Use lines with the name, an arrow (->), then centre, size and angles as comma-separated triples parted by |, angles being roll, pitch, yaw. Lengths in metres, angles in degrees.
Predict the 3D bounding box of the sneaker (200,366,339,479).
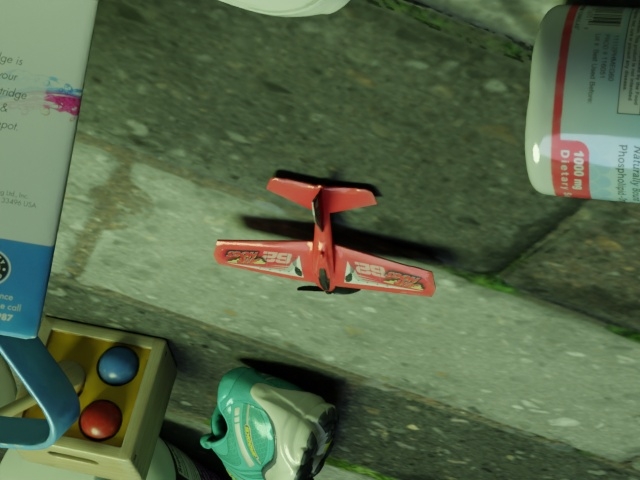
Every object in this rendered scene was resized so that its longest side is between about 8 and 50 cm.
sneaker -> -0.051, 0.186, 1.236 | 0.110, 0.107, 0.275 | 31, 152, 10

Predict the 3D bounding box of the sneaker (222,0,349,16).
sneaker -> -0.115, -0.144, 0.488 | 0.305, 0.152, 0.114 | 27, 145, -28

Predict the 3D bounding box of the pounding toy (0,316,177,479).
pounding toy -> -0.211, 0.137, 1.142 | 0.141, 0.130, 0.100 | 10, 154, 8

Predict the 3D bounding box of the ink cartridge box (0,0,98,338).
ink cartridge box -> -0.176, -0.082, 0.628 | 0.134, 0.231, 0.078 | 11, -170, -11

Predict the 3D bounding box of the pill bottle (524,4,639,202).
pill bottle -> 0.176, -0.057, 0.596 | 0.160, 0.087, 0.087 | 6, 154, 17

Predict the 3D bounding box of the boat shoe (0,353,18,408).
boat shoe -> -0.429, 0.077, 1.163 | 0.340, 0.127, 0.158 | 41, 149, -29

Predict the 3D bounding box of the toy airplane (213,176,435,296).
toy airplane -> 0.000, 0.000, 0.872 | 0.151, 0.028, 0.151 | 10, 154, 5

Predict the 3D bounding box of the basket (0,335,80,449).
basket -> -0.288, 0.007, 0.796 | 0.255, 0.201, 0.289 | -7, 116, 39

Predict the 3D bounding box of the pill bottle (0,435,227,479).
pill bottle -> -0.187, 0.299, 1.404 | 0.182, 0.181, 0.323 | -3, 151, 31
